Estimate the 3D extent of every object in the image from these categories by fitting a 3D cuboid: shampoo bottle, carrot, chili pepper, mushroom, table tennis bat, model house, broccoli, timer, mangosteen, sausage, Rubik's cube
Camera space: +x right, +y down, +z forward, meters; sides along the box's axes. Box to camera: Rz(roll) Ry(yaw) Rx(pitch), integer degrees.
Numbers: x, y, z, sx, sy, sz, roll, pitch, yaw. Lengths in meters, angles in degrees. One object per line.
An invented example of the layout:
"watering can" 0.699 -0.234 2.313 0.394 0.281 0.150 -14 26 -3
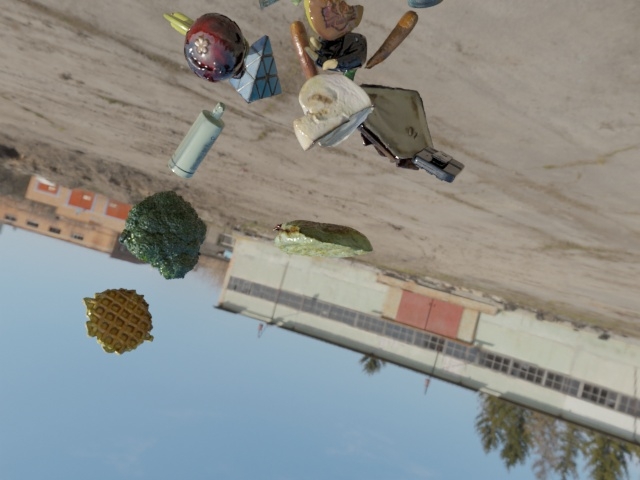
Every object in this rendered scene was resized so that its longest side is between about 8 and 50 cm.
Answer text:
"shampoo bottle" -0.368 -0.313 1.447 0.085 0.262 0.085 34 -156 -17
"carrot" 0.240 -0.671 1.593 0.059 0.248 0.059 41 -171 -8
"chili pepper" 0.146 -0.782 2.297 0.122 0.279 0.065 11 -171 40
"mushroom" 0.012 -0.385 1.433 0.173 0.236 0.162 56 170 9
"table tennis bat" -0.379 -0.627 1.414 0.224 0.054 0.369 16 -159 -43
"model house" 0.227 -0.406 1.750 0.317 0.297 0.282 -2 -175 -14
"broccoli" -0.559 -0.016 1.703 0.283 0.321 0.304 -23 111 41
"timer" 0.377 -0.247 1.491 0.144 0.055 0.187 33 -150 13
"mangosteen" -0.258 -0.494 1.217 0.166 0.166 0.180 14 -157 27
"sausage" -0.077 -0.926 2.328 0.076 0.302 0.103 -15 -153 11
"Rubik's cube" -0.217 -0.554 1.450 0.190 0.178 0.211 28 -149 6

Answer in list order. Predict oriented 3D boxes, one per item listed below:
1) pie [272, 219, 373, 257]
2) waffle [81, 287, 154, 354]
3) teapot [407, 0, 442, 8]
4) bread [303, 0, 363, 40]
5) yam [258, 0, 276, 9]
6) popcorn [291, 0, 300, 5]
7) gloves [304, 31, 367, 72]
"pie" 0.004 0.001 1.330 0.274 0.106 0.257 6 -179 -9
"waffle" -0.687 0.273 1.614 0.058 0.238 0.243 -37 162 34
"teapot" 0.333 -0.778 1.426 0.108 0.149 0.111 76 166 -44
"bread" 0.025 -0.594 1.232 0.156 0.125 0.086 24 -166 -36
"yam" -0.191 -0.873 1.475 0.093 0.093 0.259 12 132 46
"popcorn" -0.066 -0.967 1.650 0.256 0.255 0.195 21 -144 -9
"gloves" 0.048 -0.608 1.507 0.203 0.164 0.124 0 158 -9
